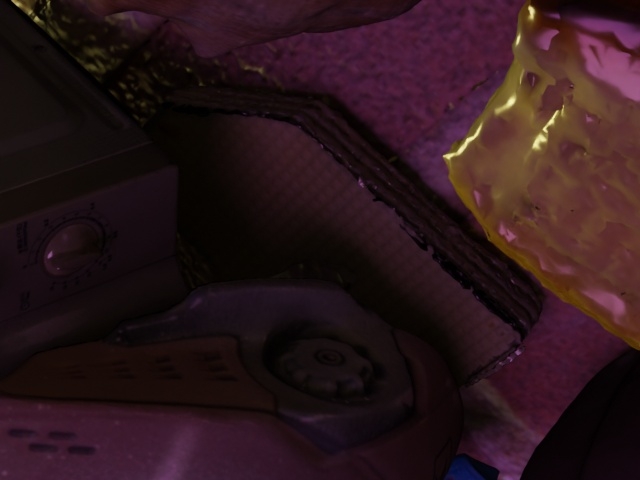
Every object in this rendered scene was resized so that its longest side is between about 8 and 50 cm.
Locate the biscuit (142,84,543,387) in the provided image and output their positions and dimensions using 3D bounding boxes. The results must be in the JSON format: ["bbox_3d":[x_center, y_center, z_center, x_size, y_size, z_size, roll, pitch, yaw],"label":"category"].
[{"bbox_3d":[0.000,0.000,0.895,0.250,0.046,0.147,42,136,-3],"label":"biscuit"}]

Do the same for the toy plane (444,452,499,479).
[{"bbox_3d":[0.030,0.204,0.989,0.271,0.105,0.254,28,133,14],"label":"toy plane"}]

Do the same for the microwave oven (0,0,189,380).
[{"bbox_3d":[-0.225,0.053,0.922,0.286,0.218,0.355,43,142,38],"label":"microwave oven"}]

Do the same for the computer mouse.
[{"bbox_3d":[-0.078,0.134,0.782,0.115,0.389,0.199,44,134,49],"label":"computer mouse"}]

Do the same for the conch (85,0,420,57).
[{"bbox_3d":[-0.044,-0.177,0.673,0.263,0.186,0.324,37,167,-29],"label":"conch"}]

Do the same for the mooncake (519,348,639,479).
[{"bbox_3d":[0.245,0.195,0.810,0.306,0.154,0.306,21,132,26],"label":"mooncake"}]

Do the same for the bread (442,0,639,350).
[{"bbox_3d":[0.247,-0.036,0.517,0.333,0.323,0.143,32,135,6],"label":"bread"}]
